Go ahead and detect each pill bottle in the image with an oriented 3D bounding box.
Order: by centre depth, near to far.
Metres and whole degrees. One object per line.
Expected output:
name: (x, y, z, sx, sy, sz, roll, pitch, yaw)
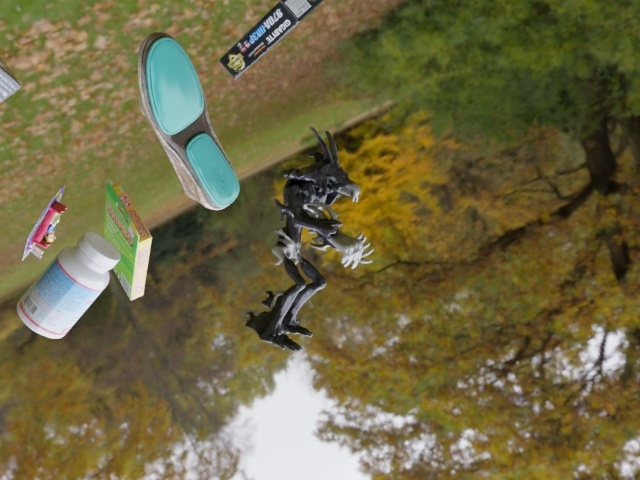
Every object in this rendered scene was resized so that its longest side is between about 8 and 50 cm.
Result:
pill bottle: (-0.379, 0.066, 1.231, 0.160, 0.087, 0.087, -48, -179, 11)

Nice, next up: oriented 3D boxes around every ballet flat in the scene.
ballet flat: (-0.232, -0.184, 1.304, 0.108, 0.315, 0.106, -37, -144, -28)

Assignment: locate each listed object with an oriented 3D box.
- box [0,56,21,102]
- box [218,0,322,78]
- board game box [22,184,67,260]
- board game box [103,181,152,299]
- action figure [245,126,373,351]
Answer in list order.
box: (-0.708, -0.319, 1.596, 0.158, 0.093, 0.156, -38, 162, -2)
box: (-0.071, -0.400, 1.473, 0.220, 0.051, 0.175, -27, -161, 50)
board game box: (-0.507, -0.027, 1.527, 0.169, 0.033, 0.133, -43, -160, 57)
board game box: (-0.357, 0.002, 1.487, 0.039, 0.124, 0.259, -25, 161, -24)
action figure: (0.000, 0.000, 1.059, 0.141, 0.275, 0.164, 20, -171, 15)
